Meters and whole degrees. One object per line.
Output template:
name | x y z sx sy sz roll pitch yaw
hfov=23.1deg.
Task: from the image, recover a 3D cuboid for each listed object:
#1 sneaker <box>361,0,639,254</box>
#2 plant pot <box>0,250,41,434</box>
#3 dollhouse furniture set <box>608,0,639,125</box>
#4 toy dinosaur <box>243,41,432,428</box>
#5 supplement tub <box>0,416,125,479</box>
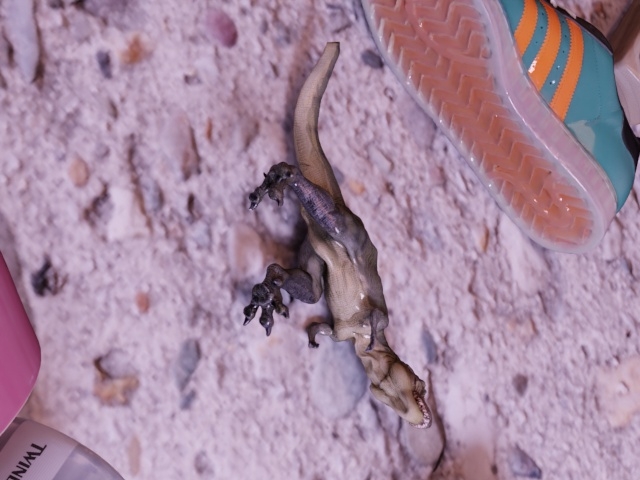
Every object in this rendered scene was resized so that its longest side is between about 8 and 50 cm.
sneaker | 0.135 -0.138 1.137 0.302 0.108 0.121 55 50 -23
plant pot | -0.235 0.023 0.748 0.201 0.201 0.180 -54 127 -35
dollhouse furniture set | 0.312 -0.151 1.213 0.374 0.201 0.152 47 54 -19
toy dinosaur | 0.000 0.000 1.015 0.118 0.064 0.268 -5 80 -54
supplement tub | -0.178 0.192 0.782 0.117 0.117 0.190 48 53 -18
